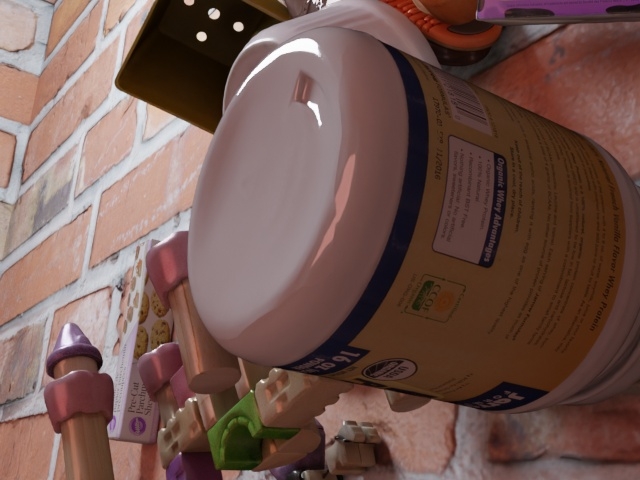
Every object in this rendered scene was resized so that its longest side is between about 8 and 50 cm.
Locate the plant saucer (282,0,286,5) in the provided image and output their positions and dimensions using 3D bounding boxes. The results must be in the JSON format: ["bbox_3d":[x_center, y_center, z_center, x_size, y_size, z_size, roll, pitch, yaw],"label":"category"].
[{"bbox_3d":[0.004,-0.422,1.240,0.198,0.036,0.199,-36,46,49],"label":"plant saucer"}]

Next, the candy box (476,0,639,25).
[{"bbox_3d":[0.215,-0.274,0.685,0.164,0.070,0.196,5,99,27],"label":"candy box"}]

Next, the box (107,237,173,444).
[{"bbox_3d":[-0.280,0.159,1.395,0.063,0.067,0.324,-20,58,53],"label":"box"}]

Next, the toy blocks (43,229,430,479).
[{"bbox_3d":[-0.082,0.088,0.850,0.288,0.308,0.260,-47,48,34],"label":"toy blocks"}]

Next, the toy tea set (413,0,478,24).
[{"bbox_3d":[0.210,-0.343,0.800,0.336,0.124,0.200,-31,75,27],"label":"toy tea set"}]

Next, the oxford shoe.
[{"bbox_3d":[0.077,-0.250,1.005,0.363,0.129,0.133,42,144,49],"label":"oxford shoe"}]

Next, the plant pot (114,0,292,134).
[{"bbox_3d":[-0.164,-0.311,1.320,0.212,0.212,0.187,-54,22,28],"label":"plant pot"}]

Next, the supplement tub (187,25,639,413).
[{"bbox_3d":[0.088,0.002,0.635,0.228,0.316,0.229,-32,49,48],"label":"supplement tub"}]

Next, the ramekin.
[{"bbox_3d":[0.005,-0.108,0.907,0.272,0.127,0.273,26,124,47],"label":"ramekin"}]
